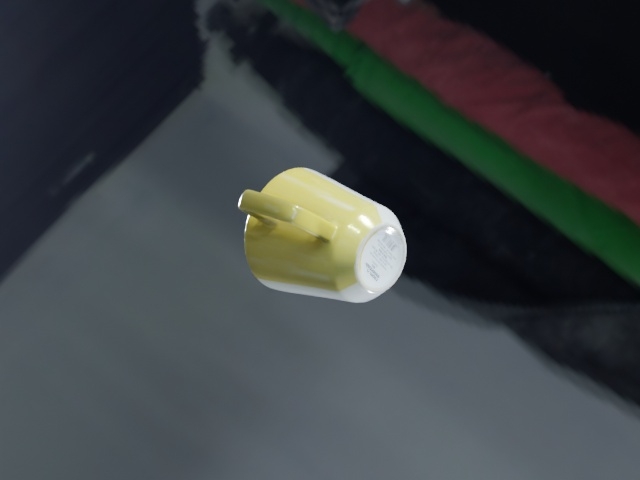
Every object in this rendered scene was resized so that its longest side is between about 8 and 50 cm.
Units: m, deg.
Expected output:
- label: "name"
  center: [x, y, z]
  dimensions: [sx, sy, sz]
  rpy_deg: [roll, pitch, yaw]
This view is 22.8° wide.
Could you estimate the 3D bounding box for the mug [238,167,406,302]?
- label: "mug"
  center: [0.001, 0.003, 0.762]
  dimensions: [0.064, 0.078, 0.062]
  rpy_deg: [19, -65, 43]
